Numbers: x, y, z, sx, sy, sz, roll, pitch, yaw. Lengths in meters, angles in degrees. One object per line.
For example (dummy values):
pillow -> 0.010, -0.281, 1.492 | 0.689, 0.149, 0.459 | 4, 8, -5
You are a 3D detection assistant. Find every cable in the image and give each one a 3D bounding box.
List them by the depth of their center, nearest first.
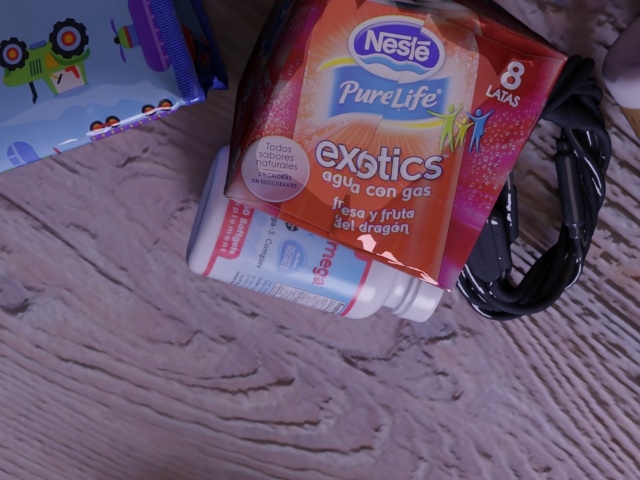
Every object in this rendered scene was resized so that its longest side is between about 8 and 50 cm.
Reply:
cable -> 0.136, -0.031, 0.757 | 0.150, 0.047, 0.184 | -51, 142, -25

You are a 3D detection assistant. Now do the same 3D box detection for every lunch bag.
lunch bag -> -0.208, -0.187, 0.680 | 0.221, 0.138, 0.293 | -18, 100, 5

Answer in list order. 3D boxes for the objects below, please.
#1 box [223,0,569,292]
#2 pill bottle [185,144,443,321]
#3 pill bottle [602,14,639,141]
box -> 0.029, -0.089, 0.649 | 0.122, 0.257, 0.128 | 22, 106, -9
pill bottle -> 0.000, 0.000, 0.768 | 0.160, 0.087, 0.087 | 16, 107, -9
pill bottle -> 0.287, -0.048, 0.748 | 0.131, 0.131, 0.229 | -34, 108, 8
